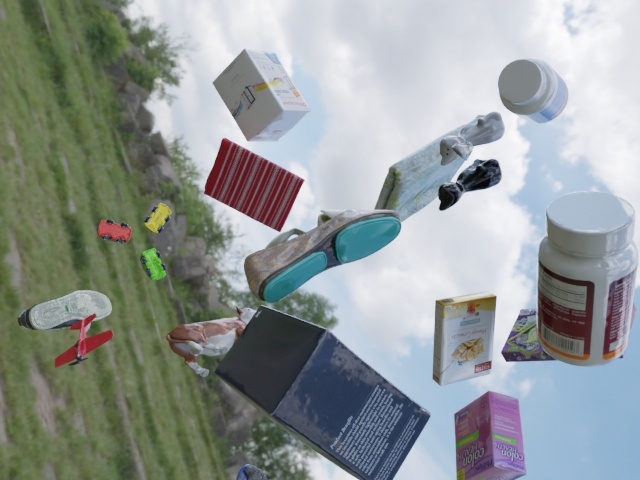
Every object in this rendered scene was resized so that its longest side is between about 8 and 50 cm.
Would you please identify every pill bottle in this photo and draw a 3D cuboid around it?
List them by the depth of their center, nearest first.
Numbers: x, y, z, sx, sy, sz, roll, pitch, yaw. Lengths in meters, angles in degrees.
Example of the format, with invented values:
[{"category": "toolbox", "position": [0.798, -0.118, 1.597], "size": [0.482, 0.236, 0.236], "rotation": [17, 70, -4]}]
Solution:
[{"category": "pill bottle", "position": [0.468, -0.333, 1.338], "size": [0.124, 0.221, 0.124], "rotation": [1, -87, 30]}, {"category": "pill bottle", "position": [0.643, 0.094, 1.470], "size": [0.224, 0.224, 0.392], "rotation": [-131, -156, -54]}]

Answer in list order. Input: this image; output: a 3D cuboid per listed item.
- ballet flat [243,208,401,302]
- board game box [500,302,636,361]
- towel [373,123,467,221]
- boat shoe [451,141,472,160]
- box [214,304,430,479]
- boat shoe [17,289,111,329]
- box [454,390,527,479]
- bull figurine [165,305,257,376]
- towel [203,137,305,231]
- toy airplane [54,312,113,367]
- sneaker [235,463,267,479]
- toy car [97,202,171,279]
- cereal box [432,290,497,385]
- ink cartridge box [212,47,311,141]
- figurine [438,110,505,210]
[{"category": "ballet flat", "position": [0.000, 0.000, 1.099], "size": [0.106, 0.316, 0.108], "rotation": [46, -30, 38]}, {"category": "board game box", "position": [0.727, 0.269, 1.782], "size": [0.346, 0.208, 0.056], "rotation": [-13, -68, 45]}, {"category": "towel", "position": [0.337, -0.201, 2.006], "size": [0.090, 0.320, 0.374], "rotation": [50, -20, 17]}, {"category": "boat shoe", "position": [0.314, -0.200, 1.317], "size": [0.035, 0.035, 0.100], "rotation": [43, 12, 21]}, {"category": "box", "position": [-0.007, 0.295, 1.169], "size": [0.294, 0.183, 0.296], "rotation": [43, -17, -23]}, {"category": "boat shoe", "position": [-0.630, 0.176, 1.502], "size": [0.079, 0.233, 0.084], "rotation": [-20, -97, 33]}, {"category": "box", "position": [0.531, 0.639, 1.917], "size": [0.213, 0.117, 0.243], "rotation": [123, -20, -49]}, {"category": "bull figurine", "position": [-0.260, 0.268, 1.649], "size": [0.188, 0.310, 0.101], "rotation": [31, -61, 42]}, {"category": "towel", "position": [-0.203, -0.164, 1.796], "size": [0.199, 0.274, 0.031], "rotation": [-63, 178, 29]}, {"category": "toy airplane", "position": [-0.515, 0.213, 1.312], "size": [0.028, 0.151, 0.151], "rotation": [59, -7, -33]}, {"category": "sneaker", "position": [-0.234, 0.629, 1.365], "size": [0.147, 0.129, 0.330], "rotation": [33, -71, 15]}, {"category": "toy car", "position": [-0.545, 0.019, 1.856], "size": [0.053, 0.239, 0.225], "rotation": [-20, -88, 55]}, {"category": "cereal box", "position": [0.392, 0.267, 1.648], "size": [0.047, 0.173, 0.240], "rotation": [-146, -129, -64]}, {"category": "ink cartridge box", "position": [-0.182, -0.449, 1.890], "size": [0.168, 0.171, 0.233], "rotation": [-36, -99, 31]}, {"category": "figurine", "position": [0.370, -0.201, 1.533], "size": [0.092, 0.209, 0.215], "rotation": [29, -42, 41]}]
